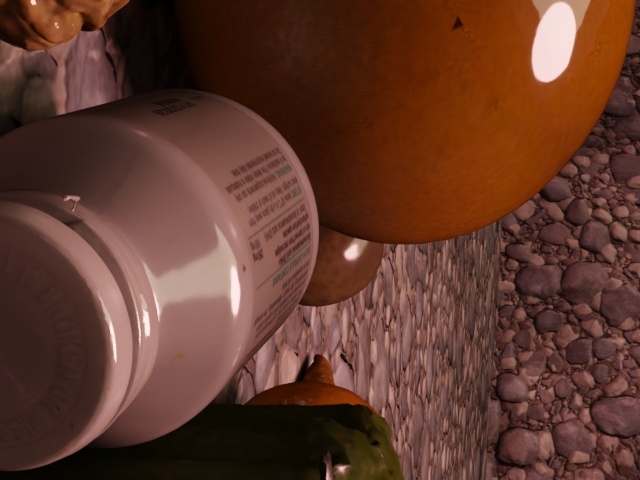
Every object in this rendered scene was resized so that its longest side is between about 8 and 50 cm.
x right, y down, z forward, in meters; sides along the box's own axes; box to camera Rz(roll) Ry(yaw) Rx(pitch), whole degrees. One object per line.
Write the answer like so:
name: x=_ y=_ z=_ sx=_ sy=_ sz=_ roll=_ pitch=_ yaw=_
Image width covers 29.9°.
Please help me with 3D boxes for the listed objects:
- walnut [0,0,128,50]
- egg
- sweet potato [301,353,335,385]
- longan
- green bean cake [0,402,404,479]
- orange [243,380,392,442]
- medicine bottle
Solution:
walnut: x=-0.116 y=-0.127 z=0.487 sx=0.079 sy=0.082 sz=0.096 roll=-37 pitch=125 yaw=-35
egg: x=0.046 y=-0.173 z=0.730 sx=0.282 sy=0.282 sz=0.351 roll=-29 pitch=108 yaw=-75
sweet potato: x=-0.012 y=0.155 z=1.029 sx=0.179 sy=0.044 sz=0.044 roll=-73 pitch=159 yaw=-54
longan: x=0.000 y=0.000 z=0.956 sx=0.113 sy=0.092 sz=0.113 roll=-17 pitch=112 yaw=-50
green bean cake: x=-0.047 y=0.236 z=0.505 sx=0.319 sy=0.218 sz=0.335 roll=-30 pitch=122 yaw=-75
orange: x=-0.016 y=0.173 z=0.833 sx=0.156 sy=0.124 sz=0.156 roll=18 pitch=90 yaw=-81
medicine bottle: x=-0.086 y=0.012 z=0.496 sx=0.215 sy=0.135 sz=0.135 roll=-43 pitch=133 yaw=-71
